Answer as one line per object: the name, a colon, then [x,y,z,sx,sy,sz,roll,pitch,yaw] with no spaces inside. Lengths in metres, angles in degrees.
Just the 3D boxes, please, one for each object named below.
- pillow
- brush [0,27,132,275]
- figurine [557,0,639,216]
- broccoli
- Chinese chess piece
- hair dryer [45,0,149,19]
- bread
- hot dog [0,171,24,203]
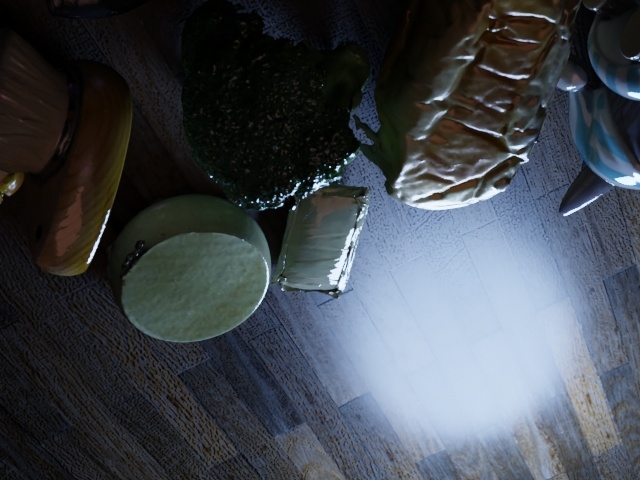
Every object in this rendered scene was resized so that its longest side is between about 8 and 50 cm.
pillow: [0.000,0.000,1.691,0.119,0.053,0.208,2,130,-17]
brush: [-0.328,-0.097,1.347,0.166,0.267,0.174,12,161,-35]
figurine: [0.431,-0.152,1.558,0.361,0.266,0.378,10,128,-33]
broccoli: [-0.054,-0.180,1.426,0.269,0.269,0.254,27,160,-36]
Chinese chess piece: [-0.184,0.037,1.632,0.237,0.092,0.238,-10,134,-11]
hair dryer: [-0.227,-0.360,1.292,0.195,0.075,0.219,-18,127,-17]
bread: [0.199,-0.221,1.486,0.236,0.183,0.389,10,129,-24]
hot dog: [-0.476,-0.123,1.400,0.115,0.072,0.269,-32,134,20]
